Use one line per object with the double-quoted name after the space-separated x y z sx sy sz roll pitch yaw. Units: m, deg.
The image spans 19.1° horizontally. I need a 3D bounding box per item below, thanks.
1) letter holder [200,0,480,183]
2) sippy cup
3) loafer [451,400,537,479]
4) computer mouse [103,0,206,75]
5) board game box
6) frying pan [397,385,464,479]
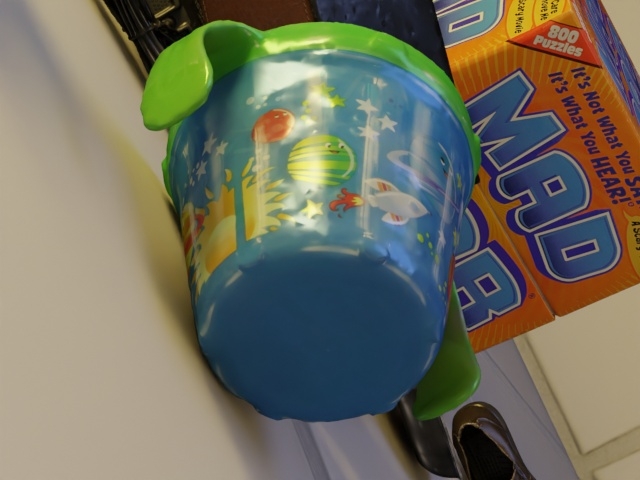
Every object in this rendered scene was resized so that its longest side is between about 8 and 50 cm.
-0.022 -0.162 1.650 0.152 0.214 0.302 -27 106 -43 "letter holder"
0.000 0.000 1.345 0.305 0.240 0.224 16 36 -11 "sippy cup"
0.206 0.288 2.133 0.220 0.080 0.078 58 17 7 "loafer"
-0.140 -0.212 1.658 0.188 0.072 0.272 65 18 -15 "computer mouse"
0.183 -0.135 2.217 0.356 0.356 0.356 57 17 -30 "board game box"
0.099 0.155 1.823 0.326 0.053 0.197 -95 166 -84 "frying pan"
